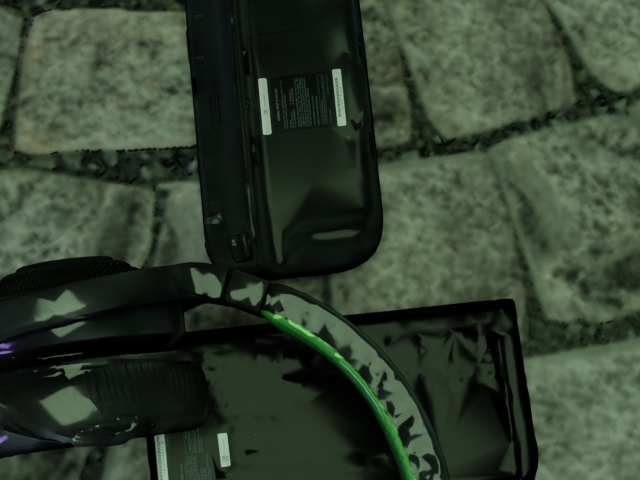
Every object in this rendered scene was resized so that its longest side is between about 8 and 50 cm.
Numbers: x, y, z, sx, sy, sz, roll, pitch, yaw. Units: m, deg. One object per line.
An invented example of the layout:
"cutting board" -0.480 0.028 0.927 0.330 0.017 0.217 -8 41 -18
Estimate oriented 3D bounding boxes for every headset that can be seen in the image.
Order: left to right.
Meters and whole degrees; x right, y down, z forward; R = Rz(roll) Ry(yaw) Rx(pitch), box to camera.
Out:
"headset" -0.134 0.117 0.531 0.394 0.185 0.243 11 83 4

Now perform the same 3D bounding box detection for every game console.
"game console" 0.000 0.000 0.667 0.213 0.044 0.361 -5 79 -5
